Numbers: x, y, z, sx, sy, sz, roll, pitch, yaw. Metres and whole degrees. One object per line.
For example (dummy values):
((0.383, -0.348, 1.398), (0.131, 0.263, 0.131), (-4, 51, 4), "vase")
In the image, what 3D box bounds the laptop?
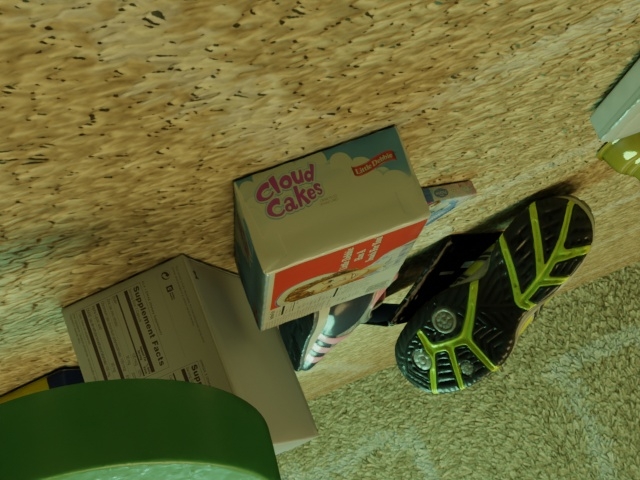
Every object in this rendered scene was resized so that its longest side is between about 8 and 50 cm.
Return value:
((0.144, 0.054, 1.613), (0.234, 0.136, 0.264), (-4, 133, -55), "laptop")

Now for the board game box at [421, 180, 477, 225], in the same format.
((0.118, -0.037, 1.172), (0.090, 0.020, 0.090), (-13, 164, -41), "board game box")

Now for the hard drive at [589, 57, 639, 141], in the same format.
((0.392, -0.191, 0.949), (0.203, 0.040, 0.307), (-20, 167, -9), "hard drive")

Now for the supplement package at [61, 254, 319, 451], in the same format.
((-0.129, 0.150, 1.110), (0.145, 0.204, 0.262), (-25, 167, 10), "supplement package")

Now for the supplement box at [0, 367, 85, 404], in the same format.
((-0.412, 0.327, 1.396), (0.356, 0.194, 0.195), (-25, 167, 15), "supplement box")

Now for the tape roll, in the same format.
((-0.193, 0.235, 0.889), (0.321, 0.077, 0.321), (-12, 145, -9), "tape roll")

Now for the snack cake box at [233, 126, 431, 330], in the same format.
((0.000, 0.000, 0.972), (0.152, 0.089, 0.264), (-18, 167, -9), "snack cake box")

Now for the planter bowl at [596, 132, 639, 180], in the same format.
((0.465, -0.113, 1.280), (0.217, 0.090, 0.217), (-21, 167, -5), "planter bowl")

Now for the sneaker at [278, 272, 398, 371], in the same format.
((0.018, 0.094, 1.339), (0.131, 0.112, 0.319), (-16, 167, -14), "sneaker")

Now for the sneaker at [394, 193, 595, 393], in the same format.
((0.267, 0.087, 1.509), (0.385, 0.145, 0.147), (-45, 168, 26), "sneaker")
